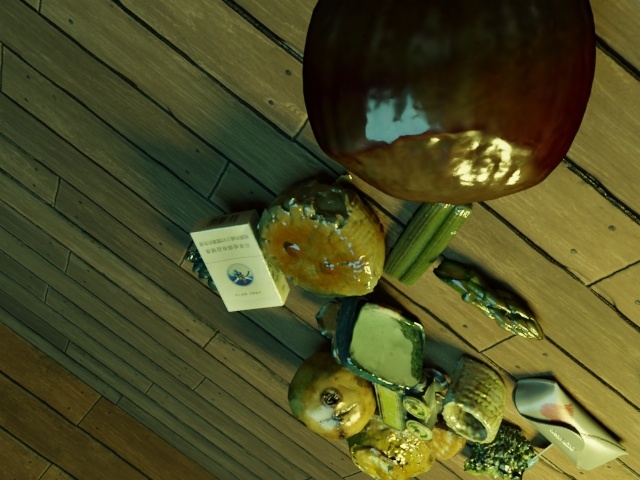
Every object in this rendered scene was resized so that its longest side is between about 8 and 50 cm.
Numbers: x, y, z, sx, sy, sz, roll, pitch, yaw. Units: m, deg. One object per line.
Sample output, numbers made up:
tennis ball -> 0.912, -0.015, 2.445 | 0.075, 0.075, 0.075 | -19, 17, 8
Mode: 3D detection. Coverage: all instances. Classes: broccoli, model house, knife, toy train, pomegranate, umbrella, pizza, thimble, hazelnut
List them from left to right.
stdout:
umbrella -> -0.247, 0.023, 1.694 | 0.143, 0.094, 0.349 | 36, 139, -16
pomegranate -> 0.035, 0.447, 1.830 | 0.260, 0.260, 0.260 | 20, 140, 18
model house -> 0.089, 0.255, 1.611 | 0.253, 0.185, 0.291 | 23, 164, -33
toy train -> 0.253, 0.435, 1.742 | 0.177, 0.134, 0.261 | 19, 139, 32
pizza -> 0.332, 0.555, 1.869 | 0.199, 0.062, 0.188 | 35, 137, 10
hazelnut -> 0.177, -0.254, 0.913 | 0.420, 0.352, 0.421 | 3, 98, 24
thimble -> 0.385, 0.400, 1.595 | 0.137, 0.143, 0.190 | -8, 125, 41
broccoli -> 0.479, 0.614, 1.787 | 0.164, 0.146, 0.304 | 17, 150, 5
knife -> 0.592, 0.577, 1.710 | 0.032, 0.058, 0.244 | 61, 153, 29

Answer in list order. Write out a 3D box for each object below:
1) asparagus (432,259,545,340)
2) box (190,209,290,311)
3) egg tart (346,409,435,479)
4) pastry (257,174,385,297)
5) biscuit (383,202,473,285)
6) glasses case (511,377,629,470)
asparagus -> 0.377, 0.136, 1.380 | 0.287, 0.080, 0.080 | 36, 142, -4
box -> -0.198, 0.055, 1.591 | 0.164, 0.069, 0.256 | -8, 123, 20
egg tart -> 0.201, 0.677, 2.037 | 0.341, 0.129, 0.341 | 21, 140, 19
pastry -> 0.000, 0.000, 1.454 | 0.329, 0.136, 0.330 | 19, 141, 17
biscuit -> 0.220, 0.005, 1.384 | 0.099, 0.038, 0.322 | 29, 142, 1
glasses case -> 0.608, 0.458, 1.544 | 0.308, 0.083, 0.128 | 42, 142, -10
